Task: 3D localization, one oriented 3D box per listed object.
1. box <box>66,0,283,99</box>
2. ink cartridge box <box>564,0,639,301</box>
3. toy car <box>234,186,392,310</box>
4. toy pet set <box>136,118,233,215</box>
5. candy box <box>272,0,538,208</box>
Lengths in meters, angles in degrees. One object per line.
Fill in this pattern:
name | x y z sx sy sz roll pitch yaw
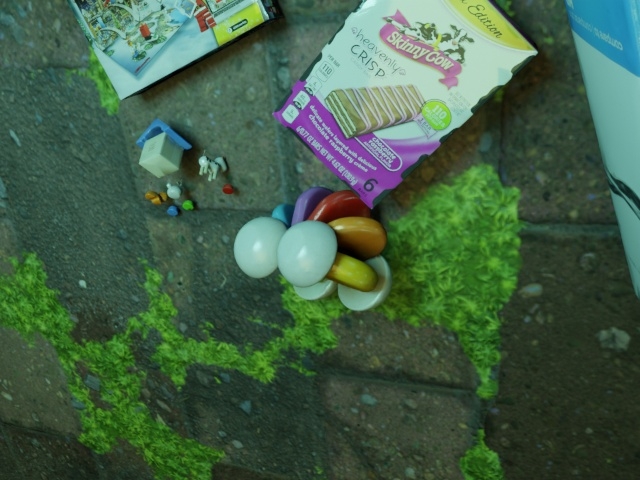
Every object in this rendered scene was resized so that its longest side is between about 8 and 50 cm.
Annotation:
box | -0.179 -0.283 0.620 0.233 0.044 0.159 -17 108 26
ink cartridge box | 0.366 -0.099 0.381 0.286 0.166 0.395 -20 118 17
toy car | 0.000 0.000 0.648 0.182 0.136 0.159 6 165 44
toy pet set | -0.191 -0.102 0.721 0.122 0.065 0.114 -16 144 29
candy box | 0.082 -0.168 0.567 0.159 0.071 0.233 43 121 -3
